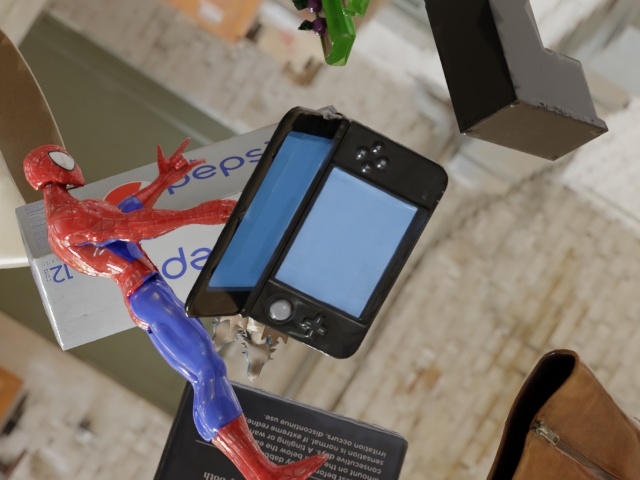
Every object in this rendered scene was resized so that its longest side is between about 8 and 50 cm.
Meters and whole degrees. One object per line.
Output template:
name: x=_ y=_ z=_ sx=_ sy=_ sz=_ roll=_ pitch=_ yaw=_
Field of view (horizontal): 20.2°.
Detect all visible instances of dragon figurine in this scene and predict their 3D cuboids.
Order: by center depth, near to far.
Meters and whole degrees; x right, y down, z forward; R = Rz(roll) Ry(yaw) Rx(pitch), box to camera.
dragon figurine: x=-0.048 y=0.018 z=1.869 sx=0.144 sy=0.085 sz=0.289 roll=-107 pitch=-145 yaw=-75

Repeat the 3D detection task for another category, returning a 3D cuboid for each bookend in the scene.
bookend: x=0.190 y=-0.173 z=1.756 sx=0.072 sy=0.156 sz=0.157 roll=-29 pitch=-116 yaw=35

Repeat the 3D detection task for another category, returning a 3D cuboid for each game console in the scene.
game console: x=0.000 y=0.000 z=0.936 sx=0.122 sy=0.107 sz=0.071 roll=-61 pitch=-168 yaw=11

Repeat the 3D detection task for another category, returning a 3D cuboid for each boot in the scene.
boot: x=0.219 y=0.255 z=1.530 sx=0.280 sy=0.096 sz=0.264 roll=35 pitch=81 yaw=-52

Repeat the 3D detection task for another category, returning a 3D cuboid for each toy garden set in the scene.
toy garden set: x=0.009 y=-0.301 z=1.516 sx=0.244 sy=0.049 sz=0.204 roll=111 pitch=-28 yaw=-53

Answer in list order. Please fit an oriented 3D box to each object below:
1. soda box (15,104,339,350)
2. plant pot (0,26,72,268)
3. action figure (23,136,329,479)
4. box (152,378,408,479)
soda box: x=-0.099 y=-0.012 z=1.488 sx=0.091 sy=0.286 sz=0.098 roll=-123 pitch=-163 yaw=-54
plant pot: x=-0.409 y=-0.084 z=2.000 sx=0.191 sy=0.284 sz=0.284 roll=-20 pitch=-170 yaw=6
action figure: x=-0.076 y=0.027 z=1.188 sx=0.139 sy=0.280 sz=0.091 roll=-41 pitch=177 yaw=-15
box: x=-0.088 y=0.371 z=1.620 sx=0.293 sy=0.212 sz=0.395 roll=106 pitch=2 yaw=-61
